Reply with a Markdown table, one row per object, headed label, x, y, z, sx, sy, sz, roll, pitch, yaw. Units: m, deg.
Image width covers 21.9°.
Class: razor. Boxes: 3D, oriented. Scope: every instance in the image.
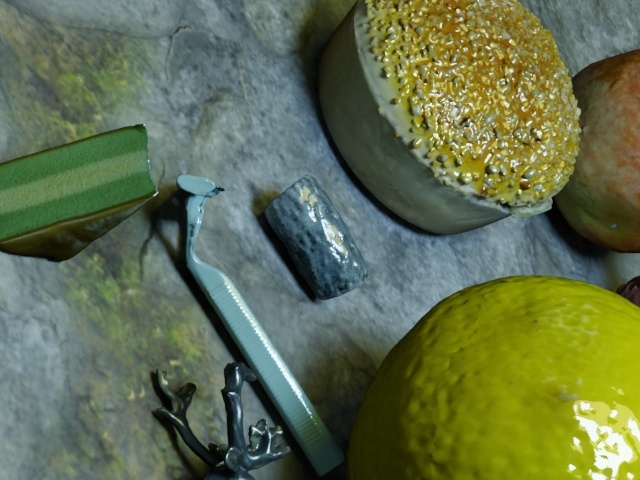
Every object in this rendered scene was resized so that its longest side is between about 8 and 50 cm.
| label | x | y | z | sx | sy | sz | roll | pitch | yaw |
| --- | --- | --- | --- | --- | --- | --- | --- | --- | --- |
| razor | -0.059 | 0.073 | 1.401 | 0.111 | 0.056 | 0.278 | 162 | -96 | -89 |

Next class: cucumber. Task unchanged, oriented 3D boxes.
| label | x | y | z | sx | sy | sz | roll | pitch | yaw |
| --- | --- | --- | --- | --- | --- | --- | --- | --- | --- |
| cucumber | -0.001 | -0.002 | 1.513 | 0.112 | 0.064 | 0.064 | 56 | 35 | -3 |

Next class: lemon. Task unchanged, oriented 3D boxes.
| label | x | y | z | sx | sy | sz | roll | pitch | yaw |
| --- | --- | --- | --- | --- | --- | --- | --- | --- | --- |
| lemon | 0.177 | 0.190 | 1.372 | 0.336 | 0.336 | 0.336 | 31 | 43 | -34 |

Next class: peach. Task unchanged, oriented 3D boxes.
| label | x | y | z | sx | sy | sz | roll | pitch | yaw |
| --- | --- | --- | --- | --- | --- | --- | --- | --- | --- |
| peach | 0.374 | -0.088 | 1.887 | 0.232 | 0.232 | 0.257 | 16 | 32 | -44 |

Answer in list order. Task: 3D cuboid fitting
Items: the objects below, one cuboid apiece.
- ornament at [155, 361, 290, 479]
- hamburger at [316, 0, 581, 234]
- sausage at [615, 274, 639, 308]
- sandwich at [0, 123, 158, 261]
| label | x | y | z | sx | sy | sz | roll | pitch | yaw |
| --- | --- | --- | --- | --- | --- | --- | --- | --- | --- |
| ornament | -0.111 | 0.173 | 1.235 | 0.202 | 0.080 | 0.236 | 39 | 41 | -30 |
| hamburger | 0.137 | -0.151 | 1.700 | 0.302 | 0.170 | 0.302 | 30 | 43 | -33 |
| sausage | 0.422 | 0.151 | 1.837 | 0.152 | 0.152 | 0.280 | -5 | 67 | -52 |
| sandwich | -0.193 | -0.043 | 1.261 | 0.074 | 0.116 | 0.074 | 15 | 52 | -45 |
